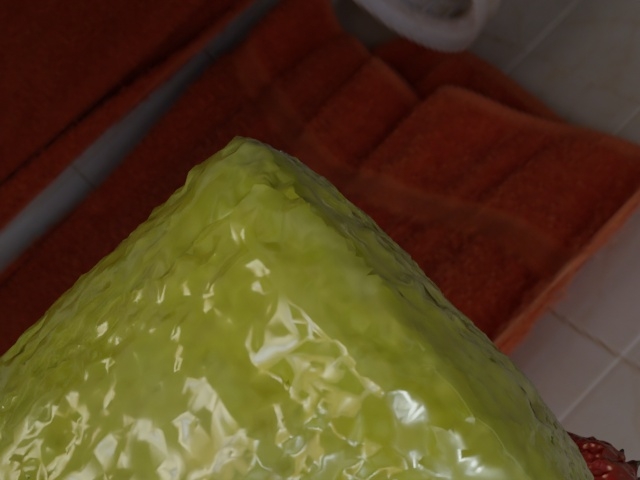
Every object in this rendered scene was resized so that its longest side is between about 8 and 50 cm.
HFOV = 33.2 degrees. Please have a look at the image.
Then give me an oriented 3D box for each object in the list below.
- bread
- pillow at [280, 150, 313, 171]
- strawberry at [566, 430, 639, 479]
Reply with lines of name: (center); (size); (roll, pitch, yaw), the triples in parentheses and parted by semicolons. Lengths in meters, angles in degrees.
bread: (-0.027, 0.148, 0.624); (0.348, 0.308, 0.348); (48, -179, -1)
pillow: (0.000, 0.000, 1.106); (0.134, 0.078, 0.181); (41, -165, -39)
strawberry: (0.254, 0.349, 1.210); (0.257, 0.277, 0.257); (38, 139, 43)
